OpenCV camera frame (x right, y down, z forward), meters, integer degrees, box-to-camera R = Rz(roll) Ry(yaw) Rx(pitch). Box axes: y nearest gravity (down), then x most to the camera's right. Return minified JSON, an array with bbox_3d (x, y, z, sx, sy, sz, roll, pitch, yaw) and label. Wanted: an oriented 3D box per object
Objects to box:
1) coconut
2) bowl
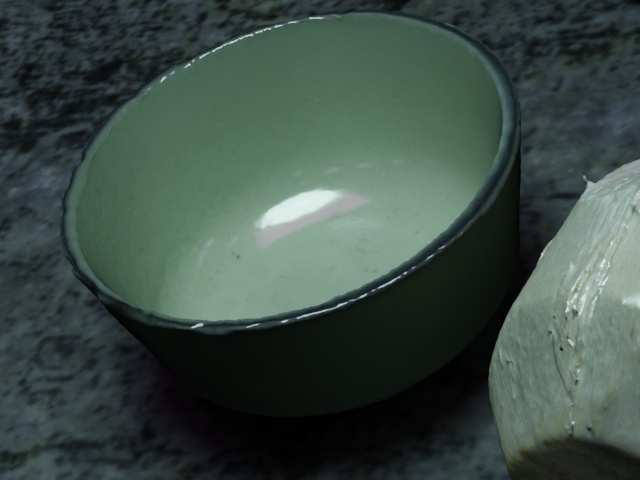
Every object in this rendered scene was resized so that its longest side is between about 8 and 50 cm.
[{"bbox_3d":[0.151,0.040,0.719,0.161,0.161,0.162,11,57,33],"label":"coconut"},{"bbox_3d":[0.000,0.000,0.867,0.211,0.112,0.211,-13,40,11],"label":"bowl"}]
